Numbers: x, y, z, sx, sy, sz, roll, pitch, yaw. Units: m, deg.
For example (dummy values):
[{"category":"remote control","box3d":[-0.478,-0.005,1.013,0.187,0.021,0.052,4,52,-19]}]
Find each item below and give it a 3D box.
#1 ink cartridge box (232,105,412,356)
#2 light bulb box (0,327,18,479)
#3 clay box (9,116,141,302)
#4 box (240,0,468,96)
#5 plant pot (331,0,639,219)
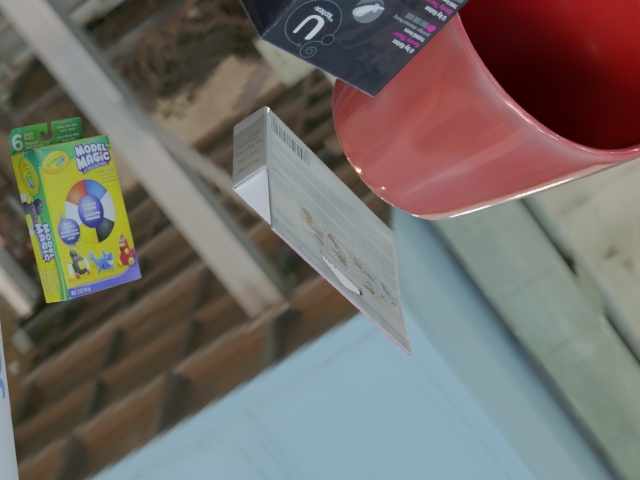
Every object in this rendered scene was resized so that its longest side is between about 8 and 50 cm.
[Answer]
[{"category":"ink cartridge box","box3d":[0.000,0.000,2.123,0.066,0.296,0.261,-32,-145,22]},{"category":"light bulb box","box3d":[-0.487,0.175,1.444,0.361,0.358,0.225,-5,-177,22]},{"category":"clay box","box3d":[-0.310,-0.044,2.027,0.053,0.222,0.127,-8,-174,41]},{"category":"box","box3d":[0.057,-0.274,1.238,0.270,0.143,0.165,-45,-130,22]},{"category":"plant pot","box3d":[0.154,-0.150,1.491,0.243,0.275,0.275,-35,-166,49]}]
